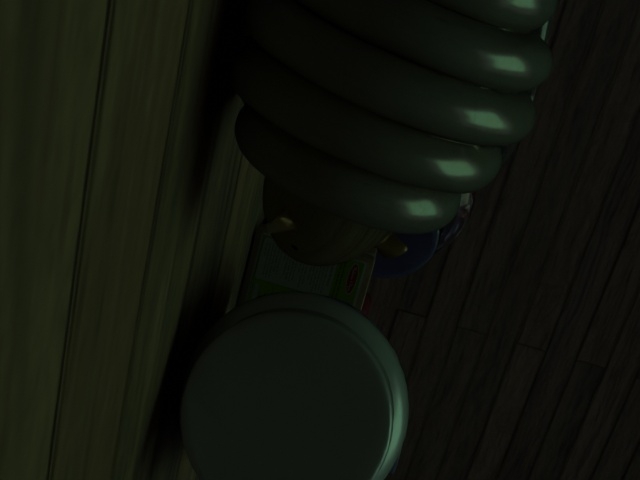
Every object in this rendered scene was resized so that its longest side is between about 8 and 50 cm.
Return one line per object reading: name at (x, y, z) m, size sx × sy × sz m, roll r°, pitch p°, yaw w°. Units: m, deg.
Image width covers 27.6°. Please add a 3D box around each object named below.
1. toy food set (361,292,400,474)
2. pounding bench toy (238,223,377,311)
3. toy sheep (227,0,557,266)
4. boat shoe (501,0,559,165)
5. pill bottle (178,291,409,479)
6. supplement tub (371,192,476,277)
toy food set at (0.004, 0.117, 0.801) m, size 0.111 × 0.104 × 0.232 m, roll 100°, pitch 6°, yaw -66°
pounding bench toy at (0.000, 0.000, 0.581) m, size 0.065 × 0.052 × 0.083 m, roll -68°, pitch 173°, yaw -68°
toy sheep at (0.019, -0.051, 0.340) m, size 0.091 × 0.091 × 0.132 m, roll -67°, pitch 178°, yaw -70°
boat shoe at (0.082, -0.193, 0.627) m, size 0.130 × 0.132 × 0.355 m, roll -88°, pitch -161°, yaw -56°
pill bottle at (-0.008, 0.057, 0.460) m, size 0.137 × 0.078 × 0.078 m, roll 63°, pitch 43°, yaw -87°
supplement tub at (0.054, -0.055, 0.862) m, size 0.198 × 0.106 × 0.106 m, roll -69°, pitch 175°, yaw -57°
